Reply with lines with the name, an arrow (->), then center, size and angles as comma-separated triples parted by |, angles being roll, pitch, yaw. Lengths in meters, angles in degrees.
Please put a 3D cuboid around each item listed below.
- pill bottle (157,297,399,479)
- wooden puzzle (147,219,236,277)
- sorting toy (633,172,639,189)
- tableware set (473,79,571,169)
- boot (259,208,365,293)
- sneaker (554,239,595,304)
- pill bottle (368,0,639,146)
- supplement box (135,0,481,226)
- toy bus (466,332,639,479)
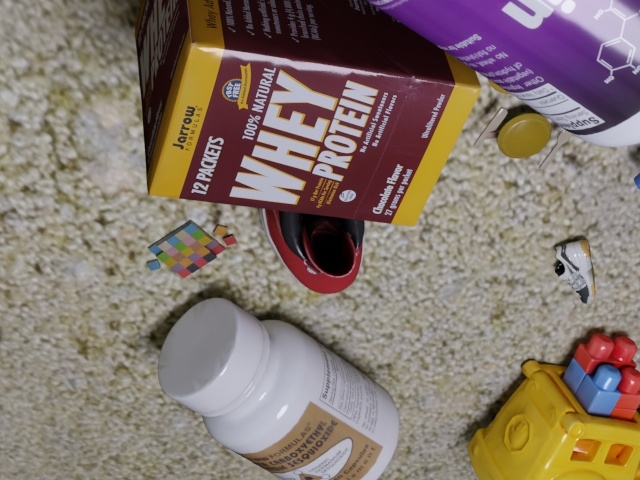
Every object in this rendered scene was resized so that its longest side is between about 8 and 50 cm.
pill bottle -> -0.040, 0.150, 1.208 | 0.131, 0.131, 0.229 | -35, 132, 21
wooden puzzle -> -0.119, 0.008, 1.135 | 0.083, 0.006, 0.049 | -32, 133, 19
sorting toy -> 0.400, -0.161, 1.061 | 0.196, 0.047, 0.347 | 9, 132, -28
tableware set -> 0.155, -0.121, 1.060 | 0.154, 0.024, 0.104 | 17, 125, -26
boot -> 0.000, 0.000, 1.035 | 0.088, 0.176, 0.244 | -14, 137, -1
sneaker -> 0.247, 0.031, 1.232 | 0.037, 0.032, 0.083 | -8, 132, 14
pill bottle -> 0.149, -0.179, 0.785 | 0.323, 0.181, 0.181 | 29, 123, -18
supplement box -> -0.019, -0.129, 0.888 | 0.194, 0.191, 0.129 | 7, 134, -18
toy bus -> 0.300, 0.202, 1.349 | 0.220, 0.149, 0.211 | 12, 115, -27
